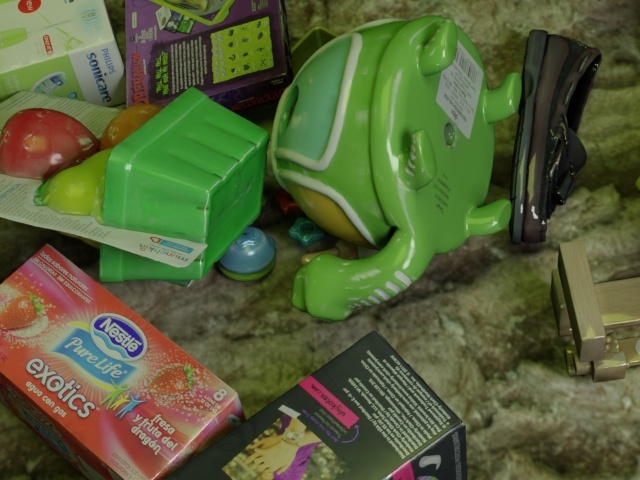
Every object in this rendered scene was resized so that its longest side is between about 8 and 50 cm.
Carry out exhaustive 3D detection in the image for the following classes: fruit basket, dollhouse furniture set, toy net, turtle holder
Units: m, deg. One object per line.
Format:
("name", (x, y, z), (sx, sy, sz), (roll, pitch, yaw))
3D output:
("fruit basket", (-0.248, -0.069, 1.614), (0.353, 0.165, 0.327), (8, 26, 15))
("dollhouse furniture set", (0.315, 0.069, 1.530), (0.123, 0.151, 0.144), (-9, 57, 2))
("toy net", (0.000, 0.000, 1.690), (0.232, 0.045, 0.122), (8, 44, 10))
("turtle holder", (0.072, -0.080, 1.601), (0.227, 0.243, 0.320), (0, 94, 33))

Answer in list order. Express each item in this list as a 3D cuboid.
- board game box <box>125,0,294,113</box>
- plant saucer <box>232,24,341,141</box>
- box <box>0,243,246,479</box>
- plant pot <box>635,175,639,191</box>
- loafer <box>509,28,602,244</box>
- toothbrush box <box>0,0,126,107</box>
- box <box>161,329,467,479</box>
("board game box", (-0.147, -0.290, 1.866), (0.208, 0.056, 0.347), (-12, 50, 7))
("plant saucer", (0.012, -0.155, 1.788), (0.188, 0.045, 0.188), (31, 66, 25))
("box", (-0.223, 0.162, 1.541), (0.300, 0.154, 0.142), (34, 66, 28))
("plant pot", (0.472, -0.049, 1.517), (0.228, 0.207, 0.227), (-47, 60, 4))
("loafer", (0.273, -0.125, 1.699), (0.095, 0.109, 0.303), (6, 55, 6))
("toothbrush box", (-0.404, -0.247, 1.864), (0.283, 0.122, 0.206), (-16, 55, -5))
("box", (-0.002, 0.244, 1.444), (0.270, 0.165, 0.143), (-34, 58, -14))
